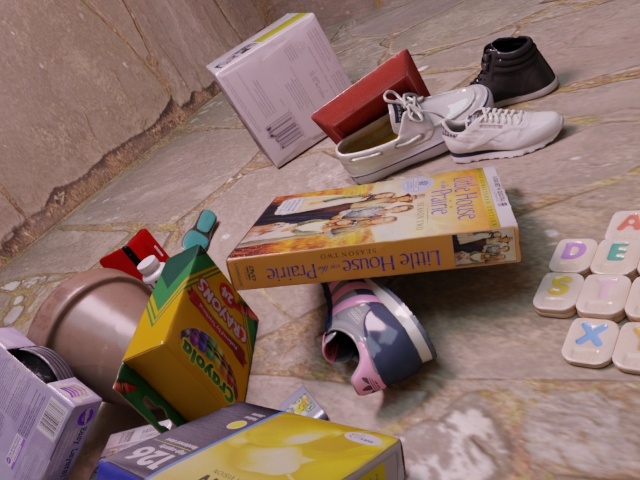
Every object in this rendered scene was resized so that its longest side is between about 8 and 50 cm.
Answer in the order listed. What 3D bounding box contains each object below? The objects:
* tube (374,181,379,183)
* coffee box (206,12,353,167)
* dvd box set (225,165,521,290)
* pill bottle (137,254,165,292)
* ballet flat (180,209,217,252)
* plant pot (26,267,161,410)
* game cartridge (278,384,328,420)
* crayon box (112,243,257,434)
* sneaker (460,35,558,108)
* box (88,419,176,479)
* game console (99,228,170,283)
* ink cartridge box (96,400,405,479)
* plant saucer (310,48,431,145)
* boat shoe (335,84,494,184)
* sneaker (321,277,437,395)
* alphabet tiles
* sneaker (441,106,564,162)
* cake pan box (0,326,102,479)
[{"bbox_3d":[0.094,-0.066,1.150,0.240,0.070,0.062,-93,20,-64],"label":"tube"},{"bbox_3d":[-0.122,-0.491,1.754,0.338,0.337,0.334,-34,27,-2],"label":"coffee box"},{"bbox_3d":[0.090,-0.028,0.901,0.420,0.062,0.307,-7,22,15],"label":"dvd box set"},{"bbox_3d":[-0.380,0.095,1.301,0.067,0.120,0.067,-24,29,14],"label":"pill bottle"},{"bbox_3d":[-0.340,-0.007,1.505,0.068,0.072,0.213,-49,16,33],"label":"ballet flat"},{"bbox_3d":[-0.356,0.199,1.006,0.229,0.263,0.263,13,49,32],"label":"plant pot"},{"bbox_3d":[-0.029,0.251,0.797,0.056,0.017,0.083,-42,28,-10],"label":"game cartridge"},{"bbox_3d":[-0.203,0.175,0.903,0.081,0.202,0.318,-24,30,16],"label":"crayon box"},{"bbox_3d":[0.374,-0.374,1.255,0.296,0.147,0.104,-13,35,36],"label":"sneaker"},{"bbox_3d":[-0.306,0.379,0.852,0.145,0.038,0.186,-21,29,22],"label":"box"},{"bbox_3d":[-0.477,0.061,1.433,0.085,0.144,0.124,-8,36,37],"label":"game console"},{"bbox_3d":[-0.115,0.280,0.622,0.303,0.072,0.307,-3,4,42],"label":"ink cartridge box"},{"bbox_3d":[0.141,-0.298,1.303,0.259,0.258,0.048,-33,64,14],"label":"plant saucer"},{"bbox_3d":[0.192,-0.268,1.217,0.367,0.156,0.136,-24,48,23],"label":"boat shoe"},{"bbox_3d":[0.039,0.115,0.843,0.131,0.112,0.319,-34,26,-9],"label":"sneaker"},{"bbox_3d":[0.414,0.048,0.662,0.284,0.021,0.278,0,41,46],"label":"alphabet tiles"},{"bbox_3d":[0.356,-0.222,1.084,0.235,0.095,0.090,-9,34,35],"label":"sneaker"},{"bbox_3d":[-0.505,0.306,0.895,0.246,0.070,0.267,26,96,21],"label":"cake pan box"}]
